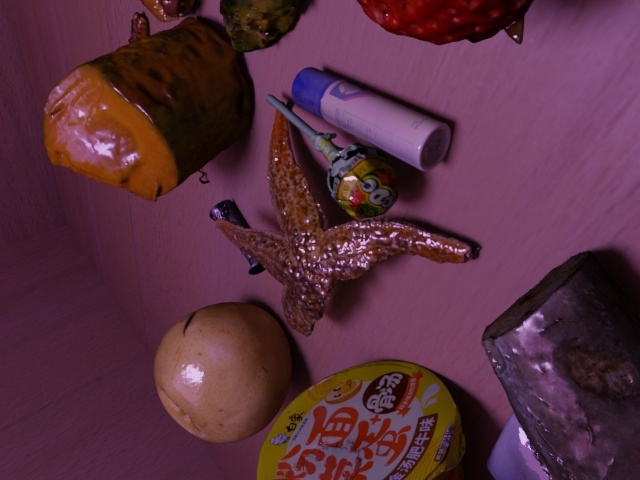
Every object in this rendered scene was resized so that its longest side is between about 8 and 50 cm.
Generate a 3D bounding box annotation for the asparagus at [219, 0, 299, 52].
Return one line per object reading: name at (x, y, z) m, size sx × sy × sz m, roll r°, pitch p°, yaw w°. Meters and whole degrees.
asparagus at (-0.063, -0.374, 0.601) m, size 0.128 × 0.108 × 0.382 m, roll 49°, pitch 146°, yaw 21°

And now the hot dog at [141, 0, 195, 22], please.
hot dog at (-0.287, -0.482, 0.845) m, size 0.213 × 0.103 × 0.146 m, roll 60°, pitch 148°, yaw 9°

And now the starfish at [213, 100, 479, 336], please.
starfish at (-0.009, 0.005, 0.777) m, size 0.384 × 0.132 × 0.398 m, roll 54°, pitch 143°, yaw 24°

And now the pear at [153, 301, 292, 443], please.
pear at (-0.205, 0.282, 1.085) m, size 0.309 × 0.309 × 0.309 m, roll 33°, pitch 136°, yaw 39°

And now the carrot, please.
carrot at (-0.284, -0.219, 0.849) m, size 0.241 × 0.340 × 0.241 m, roll 36°, pitch 153°, yaw 22°

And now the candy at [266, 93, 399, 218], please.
candy at (0.000, -0.133, 0.677) m, size 0.305 × 0.083 × 0.091 m, roll 48°, pitch -178°, yaw 40°

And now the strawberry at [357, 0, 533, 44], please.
strawberry at (0.088, -0.280, 0.293) m, size 0.257 × 0.257 × 0.277 m, roll 34°, pitch 179°, yaw 38°

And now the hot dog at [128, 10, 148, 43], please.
hot dog at (-0.406, -0.452, 1.095) m, size 0.049 × 0.037 × 0.122 m, roll 50°, pitch 146°, yaw 16°

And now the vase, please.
vase at (-0.169, -0.007, 1.039) m, size 0.167 × 0.059 × 0.059 m, roll 52°, pitch 146°, yaw 18°

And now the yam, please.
yam at (0.260, 0.153, 0.467) m, size 0.254 × 0.154 × 0.154 m, roll 59°, pitch 147°, yaw 6°

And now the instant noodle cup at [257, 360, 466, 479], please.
instant noodle cup at (0.090, 0.363, 0.737) m, size 0.311 × 0.311 × 0.222 m, roll 3°, pitch 125°, yaw 54°

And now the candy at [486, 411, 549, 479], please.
candy at (0.287, 0.297, 0.587) m, size 0.174 × 0.071 × 0.138 m, roll 39°, pitch 139°, yaw 35°

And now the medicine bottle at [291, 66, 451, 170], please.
medicine bottle at (0.055, -0.159, 0.619) m, size 0.231 × 0.059 × 0.059 m, roll 37°, pitch 138°, yaw 35°

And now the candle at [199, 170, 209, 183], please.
candle at (-0.304, -0.201, 1.134) m, size 0.167 × 0.021 × 0.026 m, roll 58°, pitch 148°, yaw 11°
